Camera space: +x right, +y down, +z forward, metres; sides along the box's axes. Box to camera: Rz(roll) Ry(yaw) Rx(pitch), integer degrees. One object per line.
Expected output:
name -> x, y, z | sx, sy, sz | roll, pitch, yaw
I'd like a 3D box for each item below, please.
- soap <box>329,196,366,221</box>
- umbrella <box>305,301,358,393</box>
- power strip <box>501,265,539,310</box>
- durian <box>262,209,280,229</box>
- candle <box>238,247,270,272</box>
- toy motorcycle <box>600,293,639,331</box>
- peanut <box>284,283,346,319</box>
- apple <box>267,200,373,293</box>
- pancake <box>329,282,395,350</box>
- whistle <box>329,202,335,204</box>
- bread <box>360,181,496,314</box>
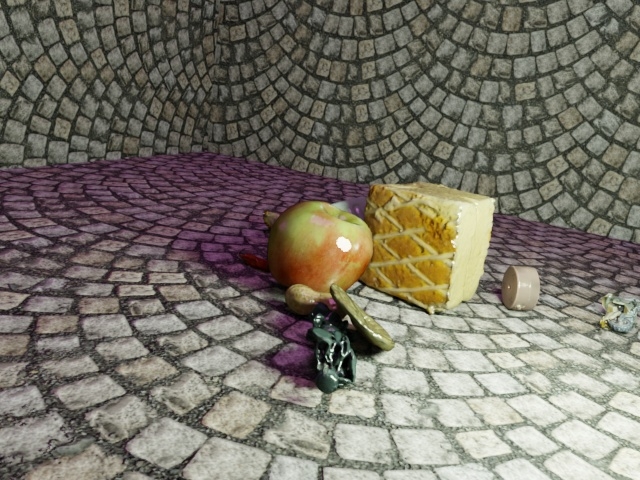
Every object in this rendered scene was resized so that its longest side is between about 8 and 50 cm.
soap -> 0.079, -0.047, 1.997 | 0.289, 0.095, 0.173 | -16, 70, -34
umbrella -> 0.028, 0.249, 1.316 | 0.143, 0.094, 0.349 | 26, 12, -2
power strip -> 0.670, 0.162, 1.887 | 0.078, 0.154, 0.154 | 5, 16, -3
durian -> -0.147, -0.062, 2.401 | 0.224, 0.078, 0.140 | 20, 4, 2
candle -> -0.228, 0.066, 1.940 | 0.162, 0.048, 0.053 | 19, 36, 34
toy motorcycle -> 1.000, 0.244, 1.900 | 0.130, 0.094, 0.229 | 15, 29, 38
peanut -> -0.015, 0.180, 1.592 | 0.193, 0.089, 0.089 | 13, 16, 17
apple -> -0.008, 0.034, 1.741 | 0.319, 0.277, 0.319 | 23, 15, -6
pancake -> 0.097, 0.201, 1.450 | 0.242, 0.050, 0.242 | 44, 0, 0
whistle -> 0.000, -0.022, 2.113 | 0.168, 0.188, 0.405 | 12, 16, 12
bread -> 0.346, 0.008, 1.864 | 0.279, 0.371, 0.390 | -11, 21, -40
